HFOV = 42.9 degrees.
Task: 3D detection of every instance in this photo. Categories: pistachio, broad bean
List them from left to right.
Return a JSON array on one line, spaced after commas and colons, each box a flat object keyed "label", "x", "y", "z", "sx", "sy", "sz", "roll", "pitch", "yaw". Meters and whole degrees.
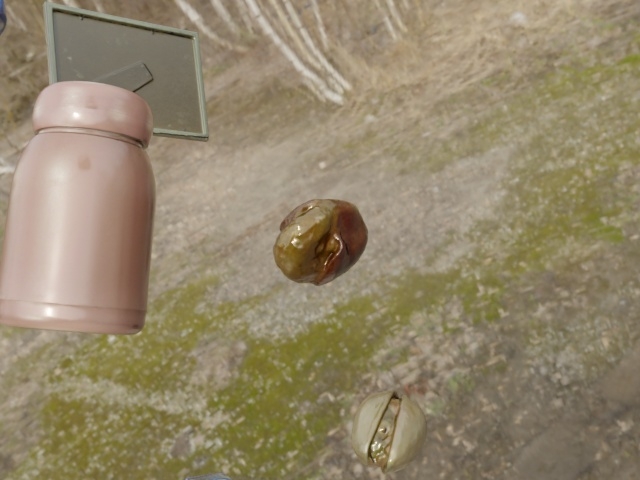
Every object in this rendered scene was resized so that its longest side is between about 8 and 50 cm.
[{"label": "broad bean", "x": 0.003, "y": 0.000, "z": 1.364, "sx": 0.156, "sy": 0.122, "sz": 0.228, "roll": -47, "pitch": -12, "yaw": 16}, {"label": "pistachio", "x": 0.109, "y": 0.310, "z": 1.316, "sx": 0.125, "sy": 0.124, "sz": 0.185, "roll": -17, "pitch": 9, "yaw": 23}]

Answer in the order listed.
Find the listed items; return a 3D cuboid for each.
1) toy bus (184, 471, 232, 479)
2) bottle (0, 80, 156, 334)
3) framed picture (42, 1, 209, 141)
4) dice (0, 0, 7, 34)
[{"label": "toy bus", "x": -0.241, "y": 0.529, "z": 1.728, "sx": 0.061, "sy": 0.153, "sz": 0.051, "roll": 32, "pitch": 97, "yaw": 28}, {"label": "bottle", "x": -0.290, "y": -0.038, "z": 0.987, "sx": 0.173, "sy": 0.296, "sz": 0.206, "roll": 5, "pitch": -6, "yaw": -20}, {"label": "framed picture", "x": -0.328, "y": -0.285, "z": 1.409, "sx": 0.290, "sy": 0.211, "sz": 0.020, "roll": 1, "pitch": -15, "yaw": -40}, {"label": "dice", "x": -0.673, "y": -0.426, "z": 1.490, "sx": 0.146, "sy": 0.146, "sz": 0.143, "roll": -35, "pitch": -1, "yaw": 41}]
